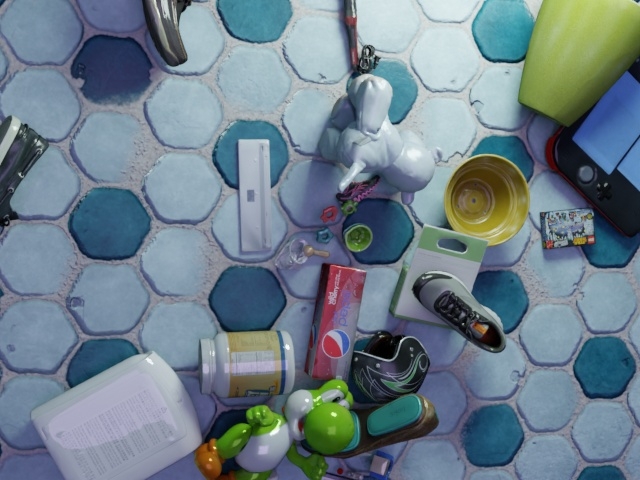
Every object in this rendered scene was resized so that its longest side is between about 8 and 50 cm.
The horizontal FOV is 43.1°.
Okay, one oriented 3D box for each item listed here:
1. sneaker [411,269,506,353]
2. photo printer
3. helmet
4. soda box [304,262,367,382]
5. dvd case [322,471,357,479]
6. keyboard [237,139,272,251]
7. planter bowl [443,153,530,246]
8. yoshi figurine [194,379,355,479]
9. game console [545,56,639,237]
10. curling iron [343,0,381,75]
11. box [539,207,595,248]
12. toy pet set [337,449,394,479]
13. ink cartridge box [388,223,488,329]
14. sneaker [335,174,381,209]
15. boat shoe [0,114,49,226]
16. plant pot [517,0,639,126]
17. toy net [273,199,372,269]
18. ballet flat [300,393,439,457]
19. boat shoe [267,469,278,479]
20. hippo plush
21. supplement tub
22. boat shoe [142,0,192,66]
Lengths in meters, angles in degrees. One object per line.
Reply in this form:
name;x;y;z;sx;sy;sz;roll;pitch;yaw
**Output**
sneaker;0.327;0.163;1.855;0.272;0.108;0.100;36;100;-16
photo printer;-0.427;0.402;1.753;0.308;0.107;0.256;-29;98;-11
helmet;0.154;0.295;1.858;0.161;0.169;0.169;-41;100;-23
soda box;0.032;0.187;1.864;0.092;0.083;0.263;10;89;-13
dvd case;0.035;0.669;1.914;0.165;0.018;0.221;19;87;-13
keyboard;-0.150;-0.102;1.852;0.072;0.014;0.255;-2;92;-8
planter bowl;0.380;-0.095;1.931;0.217;0.090;0.217;-1;93;-13
yoshi figurine;-0.075;0.435;1.740;0.362;0.203;0.203;-32;66;-9
game console;0.778;-0.252;2.035;0.342;0.060;0.386;40;84;-11
curling iron;0.083;-0.518;1.878;0.068;0.035;0.273;-14;96;-16
box;0.617;-0.031;2.020;0.137;0.027;0.093;-6;94;-13
toy pet set;0.114;0.512;1.918;0.114;0.065;0.122;16;77;18
ink cartridge box;0.277;0.085;1.907;0.171;0.056;0.235;13;101;-13
sneaker;0.087;-0.122;1.891;0.119;0.047;0.057;-38;88;-10
boat shoe;-0.670;-0.085;1.679;0.113;0.127;0.339;28;83;-35
plant pot;0.595;-0.428;1.906;0.275;0.275;0.293;25;103;-13
toy net;0.000;0.000;1.850;0.232;0.045;0.122;-25;122;-9
ballet flat;0.118;0.430;1.827;0.343;0.116;0.124;-25;136;27
boat shoe;-0.183;0.569;1.840;0.184;0.066;0.063;-14;109;-14
hippo plush;0.158;-0.221;1.795;0.237;0.294;0.234;20;109;-21
supplement tub;-0.165;0.273;1.791;0.200;0.144;0.144;-1;92;-13
boat shoe;-0.324;-0.555;1.735;0.130;0.132;0.355;-14;96;-12
